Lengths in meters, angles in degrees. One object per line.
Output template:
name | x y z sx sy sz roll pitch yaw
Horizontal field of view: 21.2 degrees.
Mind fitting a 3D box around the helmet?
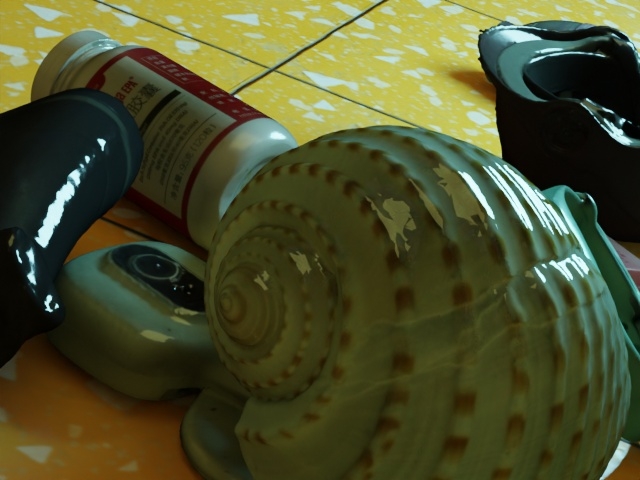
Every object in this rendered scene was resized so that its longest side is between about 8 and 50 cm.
helmet | 0.294 -0.103 1.777 0.305 0.177 0.225 17 33 15

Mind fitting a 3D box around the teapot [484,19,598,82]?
teapot | 0.278 -0.222 2.092 0.146 0.116 0.148 18 27 28

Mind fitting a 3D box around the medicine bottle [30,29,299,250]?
medicine bottle | -0.142 -0.093 1.546 0.250 0.131 0.131 32 29 30

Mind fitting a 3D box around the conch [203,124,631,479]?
conch | 0.086 0.061 1.163 0.319 0.215 0.303 -7 70 -16

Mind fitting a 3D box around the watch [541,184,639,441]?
watch | 0.226 0.050 1.415 0.195 0.068 0.237 33 28 -52

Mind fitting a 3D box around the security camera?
security camera | -0.071 0.098 1.268 0.301 0.080 0.157 35 30 29

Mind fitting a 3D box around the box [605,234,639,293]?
box | 0.227 0.013 1.620 0.111 0.060 0.156 4 28 -41

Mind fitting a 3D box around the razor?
razor | -0.252 -0.008 1.263 0.204 0.113 0.349 -20 20 16
